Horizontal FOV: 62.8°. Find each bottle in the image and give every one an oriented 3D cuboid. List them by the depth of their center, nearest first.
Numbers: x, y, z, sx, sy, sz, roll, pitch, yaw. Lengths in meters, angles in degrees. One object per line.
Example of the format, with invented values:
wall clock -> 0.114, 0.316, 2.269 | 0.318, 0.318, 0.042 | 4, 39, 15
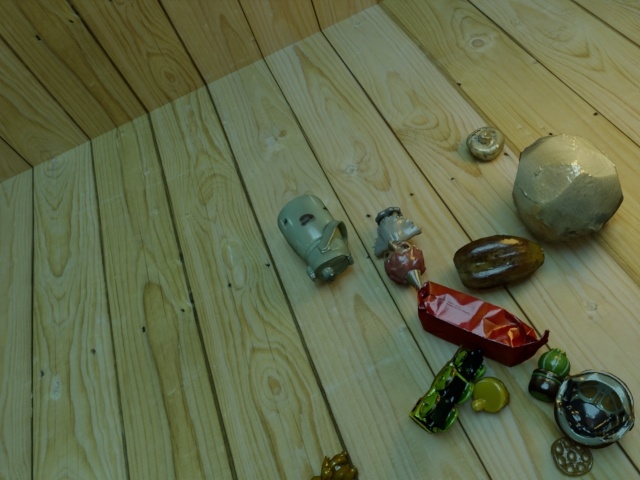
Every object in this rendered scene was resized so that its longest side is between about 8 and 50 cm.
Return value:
bottle -> 0.000, 0.000, 2.013 | 0.229, 0.229, 0.351 | -32, 53, -5

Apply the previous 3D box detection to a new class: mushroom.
mushroom -> 0.667, -0.400, 2.124 | 0.154, 0.122, 0.154 | -10, 59, 17

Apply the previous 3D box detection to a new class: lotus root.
lotus root -> 0.607, 0.068, 1.796 | 0.291, 0.193, 0.193 | -15, 53, 11

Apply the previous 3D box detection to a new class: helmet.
helmet -> 0.755, 0.482, 1.470 | 0.198, 0.130, 0.224 | 35, 61, 30

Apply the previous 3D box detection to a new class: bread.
bread -> 0.703, 0.603, 1.467 | 0.110, 0.024, 0.110 | -8, 54, 12

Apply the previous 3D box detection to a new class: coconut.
coconut -> 0.827, -0.168, 1.771 | 0.346, 0.346, 0.360 | -22, 44, 3

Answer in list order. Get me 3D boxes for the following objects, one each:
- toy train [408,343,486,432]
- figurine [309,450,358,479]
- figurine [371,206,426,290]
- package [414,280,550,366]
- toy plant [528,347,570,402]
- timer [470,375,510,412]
toy train -> 0.392, 0.450, 1.597 | 0.100, 0.160, 0.296 | 40, 69, 3
figurine -> 0.020, 0.707, 1.563 | 0.176, 0.122, 0.121 | -38, 56, -11
figurine -> 0.288, 0.047, 1.911 | 0.207, 0.166, 0.387 | -27, 47, 20
package -> 0.492, 0.270, 1.666 | 0.424, 0.196, 0.123 | 20, 69, 28
toy plant -> 0.691, 0.398, 1.574 | 0.093, 0.093, 0.162 | 21, 65, 30
timer -> 0.506, 0.466, 1.577 | 0.107, 0.109, 0.107 | 1, 91, 46
